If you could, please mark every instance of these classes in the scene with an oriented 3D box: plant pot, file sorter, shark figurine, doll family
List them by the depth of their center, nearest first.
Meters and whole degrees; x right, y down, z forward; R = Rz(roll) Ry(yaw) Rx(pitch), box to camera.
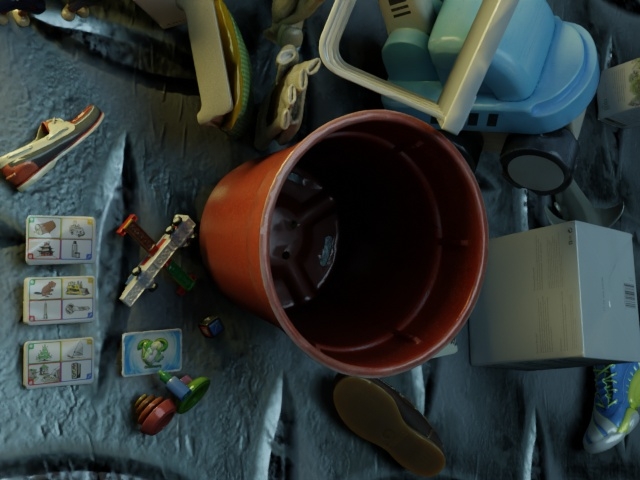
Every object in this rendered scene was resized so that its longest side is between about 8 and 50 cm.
[{"bbox_3d":[-0.302,-0.283,0.994,0.193,0.111,0.076,-23,95,-40],"label":"doll family"},{"bbox_3d":[0.110,-0.250,1.040,0.173,0.277,0.193,23,103,0],"label":"file sorter"},{"bbox_3d":[0.000,0.000,1.051,0.272,0.265,0.272,-1,92,-28],"label":"plant pot"},{"bbox_3d":[0.440,-0.065,1.551,0.166,0.116,0.278,16,56,-52],"label":"shark figurine"}]

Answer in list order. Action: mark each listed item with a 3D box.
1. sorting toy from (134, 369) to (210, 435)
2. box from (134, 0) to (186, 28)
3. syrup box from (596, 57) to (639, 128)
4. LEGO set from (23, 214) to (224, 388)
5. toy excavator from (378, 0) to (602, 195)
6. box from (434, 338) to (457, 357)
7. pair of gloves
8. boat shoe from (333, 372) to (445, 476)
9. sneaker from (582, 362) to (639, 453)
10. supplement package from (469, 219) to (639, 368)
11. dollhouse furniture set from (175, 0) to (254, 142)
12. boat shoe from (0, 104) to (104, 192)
[{"bbox_3d":[-0.171,0.174,1.043,0.042,0.061,0.102,39,42,15],"label":"sorting toy"},{"bbox_3d":[-0.218,-0.425,1.044,0.232,0.058,0.322,9,70,-83],"label":"box"},{"bbox_3d":[0.623,-0.283,1.679,0.096,0.237,0.093,10,74,-37],"label":"syrup box"},{"bbox_3d":[-0.220,0.062,1.042,0.244,0.060,0.182,-1,93,-39],"label":"LEGO set"},{"bbox_3d":[0.153,-0.298,1.280,0.222,0.433,0.445,-66,148,-29],"label":"toy excavator"},{"bbox_3d":[0.098,0.030,1.264,0.113,0.094,0.275,-6,85,-41],"label":"box"},{"bbox_3d":[-0.040,-0.235,1.126,0.042,0.204,0.240,12,88,-18],"label":"pair of gloves"},{"bbox_3d":[0.087,0.233,1.232,0.207,0.073,0.073,48,17,-25],"label":"boat shoe"},{"bbox_3d":[0.481,0.247,1.554,0.126,0.091,0.240,50,52,3],"label":"sneaker"},{"bbox_3d":[0.345,0.090,1.384,0.149,0.203,0.194,11,74,-38],"label":"supplement package"},{"bbox_3d":[-0.076,-0.280,1.082,0.197,0.151,0.301,-28,108,-84],"label":"dollhouse furniture set"},{"bbox_3d":[-0.291,-0.109,1.007,0.043,0.049,0.137,51,58,-16],"label":"boat shoe"}]
